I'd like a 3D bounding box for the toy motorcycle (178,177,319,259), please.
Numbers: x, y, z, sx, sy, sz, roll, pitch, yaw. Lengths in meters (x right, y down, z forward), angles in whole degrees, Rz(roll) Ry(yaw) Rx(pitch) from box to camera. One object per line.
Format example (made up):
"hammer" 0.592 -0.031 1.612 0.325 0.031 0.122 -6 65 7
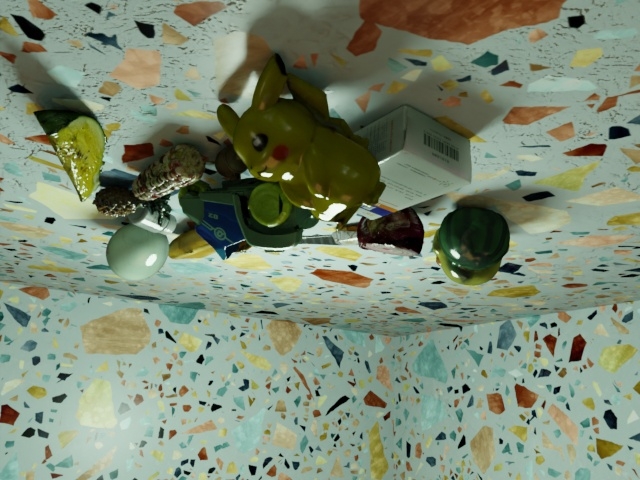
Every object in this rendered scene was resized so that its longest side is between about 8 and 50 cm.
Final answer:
"toy motorcycle" -0.175 -0.054 1.258 0.327 0.199 0.191 -3 -162 18

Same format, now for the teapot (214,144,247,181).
"teapot" -0.180 -0.167 1.200 0.110 0.085 0.080 -4 172 -40

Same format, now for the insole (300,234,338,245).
"insole" 0.000 0.000 1.789 0.310 0.012 0.110 1 163 6

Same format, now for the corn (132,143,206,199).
"corn" -0.362 -0.150 1.255 0.092 0.092 0.281 17 159 -36

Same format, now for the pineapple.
"pineapple" -0.508 -0.096 1.431 0.221 0.103 0.083 3 162 4

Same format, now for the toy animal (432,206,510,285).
"toy animal" 0.426 0.027 1.503 0.216 0.191 0.338 1 162 9

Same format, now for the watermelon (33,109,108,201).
"watermelon" -0.516 -0.188 1.102 0.123 0.129 0.301 4 157 -10

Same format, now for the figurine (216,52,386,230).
"figurine" -0.032 -0.165 0.957 0.327 0.169 0.218 29 148 -16

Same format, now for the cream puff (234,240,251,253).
"cream puff" -0.262 -0.064 1.442 0.183 0.183 0.169 19 180 -40

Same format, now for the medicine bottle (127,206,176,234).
"medicine bottle" -0.488 -0.066 1.555 0.080 0.080 0.130 -6 161 26

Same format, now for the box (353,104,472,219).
"box" 0.141 -0.152 1.138 0.200 0.106 0.299 18 156 -34

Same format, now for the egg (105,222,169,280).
"egg" -0.582 0.032 1.709 0.183 0.182 0.264 16 152 -35

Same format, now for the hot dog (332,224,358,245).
"hot dog" 0.125 -0.016 1.653 0.192 0.053 0.099 -4 160 30

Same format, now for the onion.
"onion" 0.216 -0.019 1.490 0.195 0.139 0.218 -8 159 42

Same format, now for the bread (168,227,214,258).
"bread" -0.377 0.000 1.719 0.142 0.091 0.305 -7 173 -43
